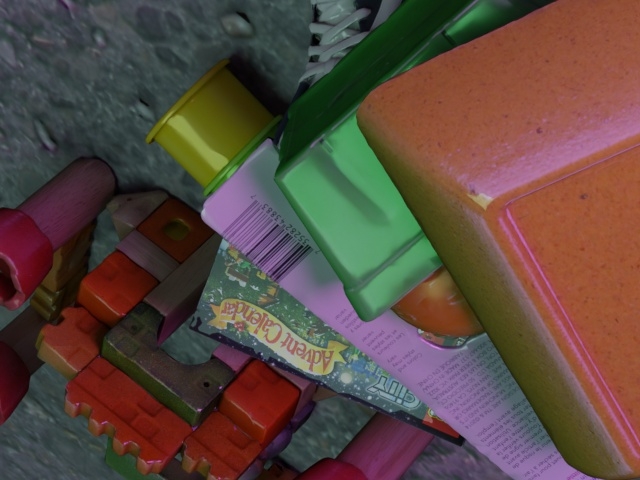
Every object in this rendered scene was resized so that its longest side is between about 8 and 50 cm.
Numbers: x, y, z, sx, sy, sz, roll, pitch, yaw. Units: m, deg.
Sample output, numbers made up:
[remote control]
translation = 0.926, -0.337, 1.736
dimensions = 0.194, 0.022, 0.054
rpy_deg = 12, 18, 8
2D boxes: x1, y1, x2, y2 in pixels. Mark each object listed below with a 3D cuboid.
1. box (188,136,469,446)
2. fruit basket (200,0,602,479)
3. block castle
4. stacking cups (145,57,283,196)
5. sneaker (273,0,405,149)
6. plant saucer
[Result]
[box]
translation = 0.034, 0.040, 1.403
dimensions = 0.233, 0.044, 0.159
rpy_deg = 23, 111, 4
[fruit basket]
translation = 0.157, -0.016, 1.179
dimensions = 0.353, 0.165, 0.327
rpy_deg = 38, 116, -23
[block castle]
translation = -0.142, 0.166, 1.665
dimensions = 0.453, 0.213, 0.303
rpy_deg = 37, 143, 12
[stacking cups]
translation = 0.000, 0.000, 1.469
dimensions = 0.316, 0.096, 0.096
rpy_deg = 46, 144, -4
[sneaker]
translation = 0.017, -0.124, 1.276
dimensions = 0.094, 0.153, 0.235
rpy_deg = 3, 127, 41
[plant saucer]
translation = 0.236, -0.006, 1.042
dimensions = 0.332, 0.081, 0.333
rpy_deg = -24, 124, 15
